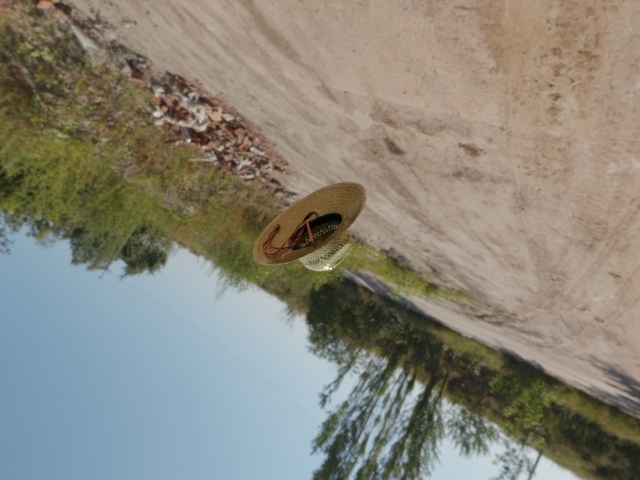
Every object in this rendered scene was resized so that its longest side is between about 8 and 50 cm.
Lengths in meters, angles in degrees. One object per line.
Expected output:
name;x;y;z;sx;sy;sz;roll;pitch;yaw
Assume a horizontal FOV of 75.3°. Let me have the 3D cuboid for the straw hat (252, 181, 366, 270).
straw hat;0.000;0.000;0.472;0.144;0.144;0.061;17;145;56
